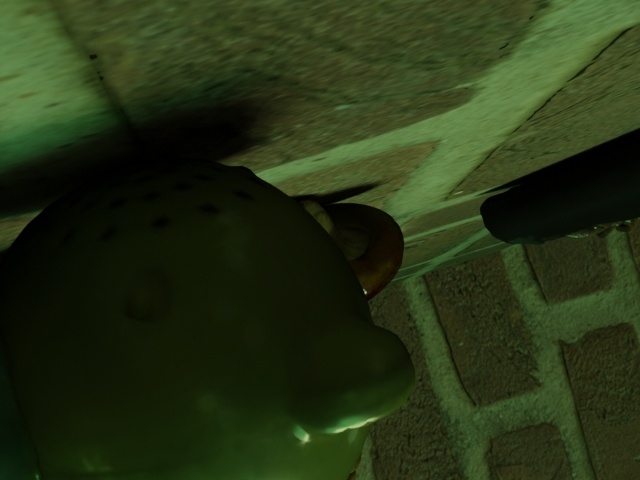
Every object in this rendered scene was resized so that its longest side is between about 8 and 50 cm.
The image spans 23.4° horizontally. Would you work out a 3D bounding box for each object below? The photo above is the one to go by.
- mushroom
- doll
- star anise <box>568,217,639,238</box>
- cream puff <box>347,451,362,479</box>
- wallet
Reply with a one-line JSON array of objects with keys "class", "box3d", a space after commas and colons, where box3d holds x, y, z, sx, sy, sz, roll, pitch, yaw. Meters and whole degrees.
[{"class": "mushroom", "box3d": [-0.002, 0.011, 0.941, 0.088, 0.072, 0.129, 17, -174, 22]}, {"class": "doll", "box3d": [-0.104, 0.062, 0.577, 0.261, 0.161, 0.177, -15, -165, -8]}, {"class": "star anise", "box3d": [0.312, -0.050, 1.534, 0.172, 0.063, 0.208, -25, 169, 32]}, {"class": "cream puff", "box3d": [-0.095, 0.167, 1.163, 0.343, 0.231, 0.327, -23, -172, 45]}, {"class": "wallet", "box3d": [0.330, -0.074, 1.219, 0.228, 0.062, 0.406, -15, 175, -32]}]
